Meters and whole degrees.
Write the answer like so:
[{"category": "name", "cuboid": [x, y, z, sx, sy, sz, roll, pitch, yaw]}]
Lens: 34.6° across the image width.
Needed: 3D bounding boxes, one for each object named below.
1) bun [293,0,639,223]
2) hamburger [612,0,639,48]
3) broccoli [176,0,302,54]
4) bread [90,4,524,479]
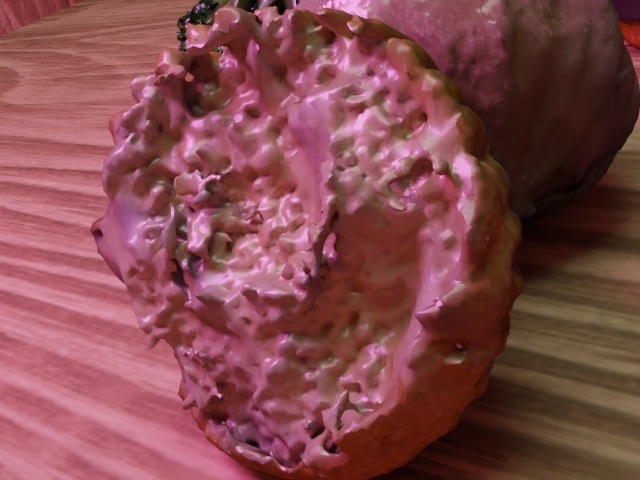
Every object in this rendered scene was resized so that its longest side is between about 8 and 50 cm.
[{"category": "bun", "cuboid": [0.111, -0.100, 0.752, 0.281, 0.281, 0.205, -27, 69, -20]}, {"category": "hamburger", "cuboid": [0.391, -0.373, 1.026, 0.250, 0.330, 0.330, -19, 24, -10]}, {"category": "broccoli", "cuboid": [-0.045, -0.300, 1.211, 0.297, 0.297, 0.298, -10, 56, 15]}, {"category": "bread", "cuboid": [0.000, 0.000, 0.593, 0.274, 0.274, 0.149, 2, 9, 37]}]
